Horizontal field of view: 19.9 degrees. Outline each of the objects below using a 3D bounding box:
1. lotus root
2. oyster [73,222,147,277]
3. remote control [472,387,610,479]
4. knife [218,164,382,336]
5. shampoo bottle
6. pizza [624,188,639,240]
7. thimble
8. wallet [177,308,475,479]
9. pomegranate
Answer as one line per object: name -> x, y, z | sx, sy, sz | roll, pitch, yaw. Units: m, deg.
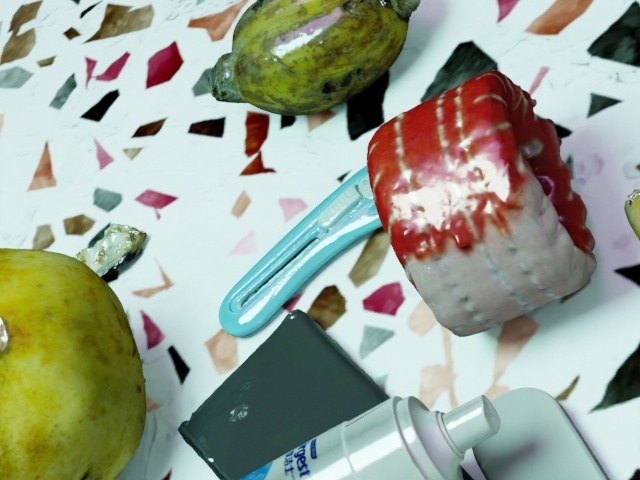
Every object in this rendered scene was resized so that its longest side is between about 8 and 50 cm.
lotus root -> -0.007, -0.172, 1.618 | 0.209, 0.120, 0.120 | -25, 46, 17
oyster -> -0.194, 0.015, 1.668 | 0.083, 0.019, 0.054 | -35, 43, 10
remote control -> 0.175, 0.196, 1.273 | 0.077, 0.022, 0.245 | -37, 45, 8
knife -> 0.000, 0.000, 1.536 | 0.222, 0.031, 0.064 | -41, 48, 1
shampoo bottle -> -0.007, 0.194, 1.311 | 0.303, 0.092, 0.092 | -30, 45, 15
pizza -> 0.305, -0.020, 1.335 | 0.178, 0.041, 0.131 | 10, 66, 39
thimble -> 0.122, -0.029, 1.381 | 0.125, 0.163, 0.189 | -27, 46, 17
wallet -> 0.006, 0.172, 1.402 | 0.146, 0.030, 0.285 | -44, 44, -3
pomegranate -> -0.268, 0.120, 1.477 | 0.260, 0.260, 0.260 | -18, 49, 22
